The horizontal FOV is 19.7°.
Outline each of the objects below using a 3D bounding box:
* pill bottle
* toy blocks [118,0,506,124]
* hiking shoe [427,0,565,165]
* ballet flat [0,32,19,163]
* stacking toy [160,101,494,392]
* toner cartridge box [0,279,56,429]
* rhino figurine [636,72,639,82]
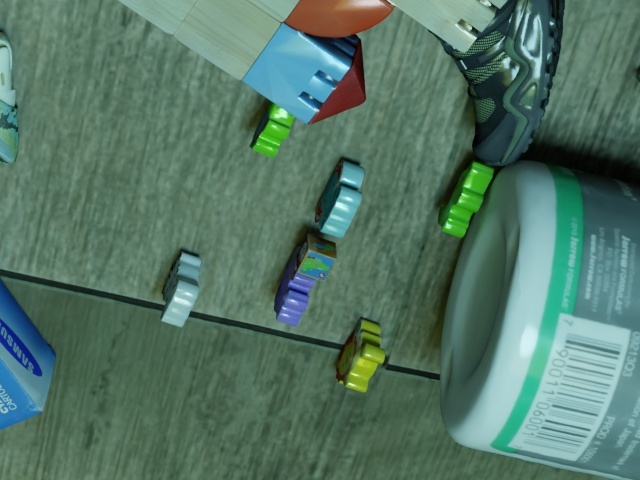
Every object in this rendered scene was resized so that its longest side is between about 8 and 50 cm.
[{"bbox_3d":[0.279,0.079,1.284,0.361,0.204,0.204,13,124,-9],"label":"pill bottle"},{"bbox_3d":[0.026,-0.221,1.062,0.261,0.191,0.381,33,119,-10],"label":"toy blocks"},{"bbox_3d":[0.101,-0.154,1.206,0.114,0.086,0.227,9,125,10],"label":"hiking shoe"},{"bbox_3d":[-0.244,-0.132,1.234,0.070,0.070,0.188,-26,124,18],"label":"ballet flat"},{"bbox_3d":[0.000,0.000,1.331,0.167,0.052,0.221,21,121,-15],"label":"stacking toy"},{"bbox_3d":[-0.351,0.009,1.324,0.165,0.075,0.348,-21,122,17],"label":"toner cartridge box"},{"bbox_3d":[0.281,-0.147,1.206,0.106,0.073,0.243,18,125,-16],"label":"rhino figurine"}]
